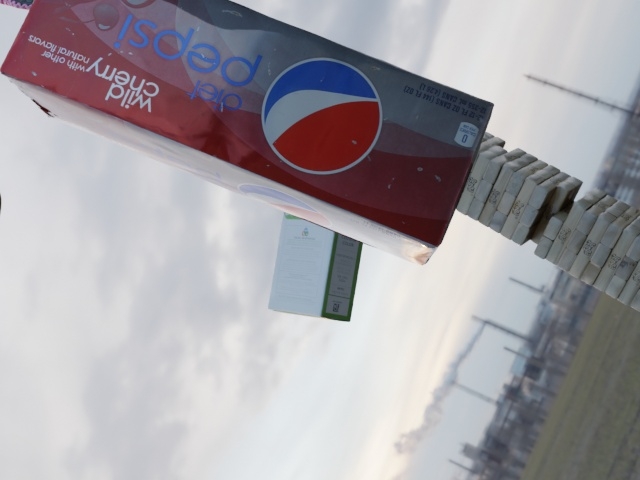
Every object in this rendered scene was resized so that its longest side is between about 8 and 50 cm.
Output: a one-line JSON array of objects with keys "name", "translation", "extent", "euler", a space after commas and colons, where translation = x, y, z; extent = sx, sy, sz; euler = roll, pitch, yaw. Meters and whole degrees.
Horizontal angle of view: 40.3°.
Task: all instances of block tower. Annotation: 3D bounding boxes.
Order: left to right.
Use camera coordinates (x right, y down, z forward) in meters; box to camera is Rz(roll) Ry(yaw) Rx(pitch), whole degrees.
[{"name": "block tower", "translation": [0.310, -0.031, 1.133], "extent": [0.097, 0.335, 0.091], "euler": [-26, -38, -50]}]

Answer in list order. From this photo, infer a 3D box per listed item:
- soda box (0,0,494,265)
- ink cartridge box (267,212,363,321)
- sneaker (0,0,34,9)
[{"name": "soda box", "translation": [-0.041, -0.076, 0.512], "extent": [0.083, 0.263, 0.092], "euler": [82, -150, -81]}, {"name": "ink cartridge box", "translation": [0.000, 0.000, 1.185], "extent": [0.062, 0.109, 0.210], "euler": [13, -97, -43]}, {"name": "sneaker", "translation": [-0.384, -0.326, 1.119], "extent": [0.047, 0.119, 0.057], "euler": [-6, -67, -64]}]
